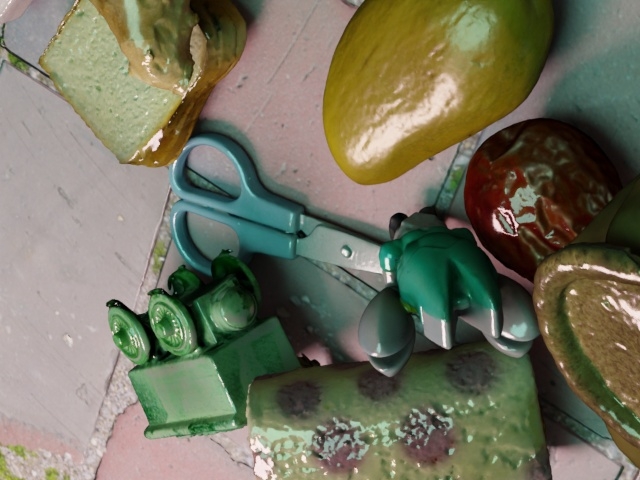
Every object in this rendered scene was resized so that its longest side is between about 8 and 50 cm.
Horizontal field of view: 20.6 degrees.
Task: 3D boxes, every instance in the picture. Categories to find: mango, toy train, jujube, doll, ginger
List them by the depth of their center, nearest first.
[{"bbox_3d":[0.258,-0.018,1.886,0.168,0.168,0.236,-25,109,38],"label":"jujube"},{"bbox_3d":[0.115,-0.198,1.904,0.332,0.142,0.195,-30,85,39],"label":"mango"},{"bbox_3d":[0.150,0.057,1.938,0.195,0.258,0.153,-3,118,19],"label":"doll"},{"bbox_3d":[-0.205,-0.379,1.993,0.363,0.122,0.348,29,91,11],"label":"ginger"},{"bbox_3d":[-0.151,0.133,2.189,0.266,0.145,0.201,-15,101,55],"label":"toy train"}]

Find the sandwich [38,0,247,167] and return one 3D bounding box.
[{"bbox_3d":[-0.213,-0.236,2.140,0.226,0.087,0.251,50,128,19],"label":"sandwich"}]

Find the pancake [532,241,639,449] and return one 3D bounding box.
[{"bbox_3d":[0.311,0.118,1.550,0.286,0.033,0.288,15,142,45],"label":"pancake"}]

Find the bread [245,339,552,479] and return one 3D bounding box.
[{"bbox_3d":[0.090,0.225,2.024,0.338,0.155,0.187,-10,105,7],"label":"bread"}]

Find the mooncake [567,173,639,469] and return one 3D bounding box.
[{"bbox_3d":[0.450,0.087,1.632,0.467,0.262,0.467,34,151,22],"label":"mooncake"}]

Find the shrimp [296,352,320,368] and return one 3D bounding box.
[{"bbox_3d":[0.031,0.248,2.206,0.143,0.052,0.251,-38,87,41],"label":"shrimp"}]

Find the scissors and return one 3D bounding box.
[{"bbox_3d":[0.000,0.000,2.135,0.447,0.029,0.192,18,119,28],"label":"scissors"}]

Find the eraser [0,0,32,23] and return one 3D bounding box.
[{"bbox_3d":[-0.374,-0.419,2.170,0.174,0.095,0.270,50,129,6],"label":"eraser"}]
